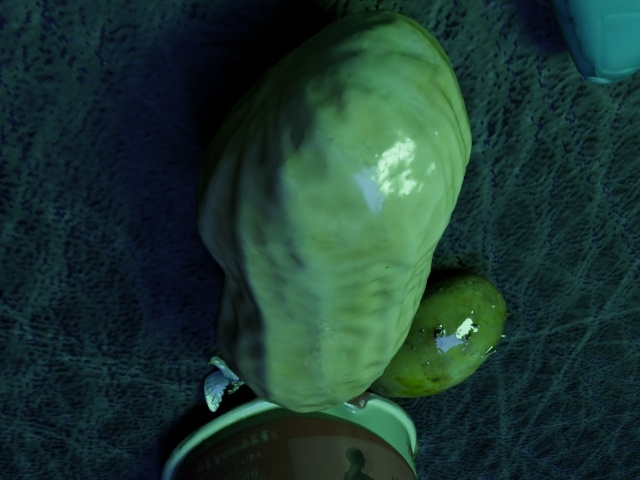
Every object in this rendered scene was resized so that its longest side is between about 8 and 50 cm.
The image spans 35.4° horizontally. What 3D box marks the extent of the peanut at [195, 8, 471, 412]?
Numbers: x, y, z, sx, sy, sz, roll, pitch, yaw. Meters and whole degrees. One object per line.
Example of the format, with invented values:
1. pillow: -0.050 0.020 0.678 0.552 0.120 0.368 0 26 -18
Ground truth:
1. peanut: 0.000 0.000 0.605 0.152 0.152 0.313 -10 146 -12

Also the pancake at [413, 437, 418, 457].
1. pancake: 0.001 0.225 0.958 0.199 0.021 0.199 -12 141 -10

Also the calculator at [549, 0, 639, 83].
1. calculator: 0.214 -0.215 0.449 0.256 0.054 0.386 1 139 16

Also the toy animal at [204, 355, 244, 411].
1. toy animal: -0.068 0.105 0.782 0.084 0.028 0.050 -38 146 19

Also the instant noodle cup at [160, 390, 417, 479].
1. instant noodle cup: -0.010 0.259 0.833 0.234 0.178 0.235 -9 138 -8

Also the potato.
1. potato: 0.084 0.080 0.787 0.138 0.070 0.091 -41 136 24
